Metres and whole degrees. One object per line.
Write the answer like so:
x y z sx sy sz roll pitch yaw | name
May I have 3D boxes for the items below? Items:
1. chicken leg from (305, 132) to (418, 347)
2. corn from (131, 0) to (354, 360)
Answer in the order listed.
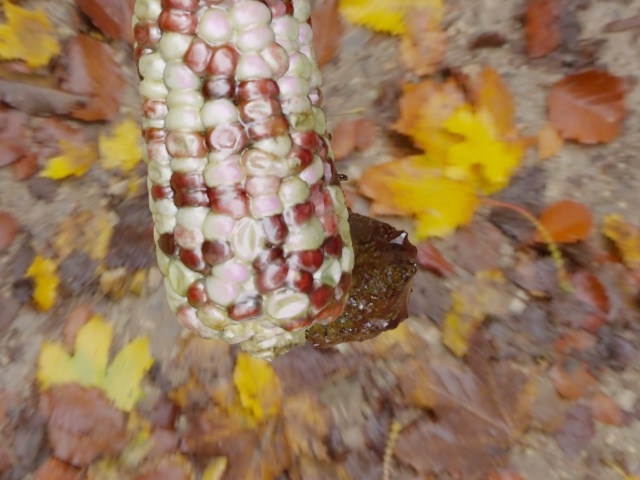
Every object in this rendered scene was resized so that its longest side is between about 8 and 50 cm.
0.000 0.000 1.034 0.063 0.234 0.105 -9 121 -17 | chicken leg
-0.040 -0.085 0.832 0.092 0.092 0.280 -7 99 -3 | corn
